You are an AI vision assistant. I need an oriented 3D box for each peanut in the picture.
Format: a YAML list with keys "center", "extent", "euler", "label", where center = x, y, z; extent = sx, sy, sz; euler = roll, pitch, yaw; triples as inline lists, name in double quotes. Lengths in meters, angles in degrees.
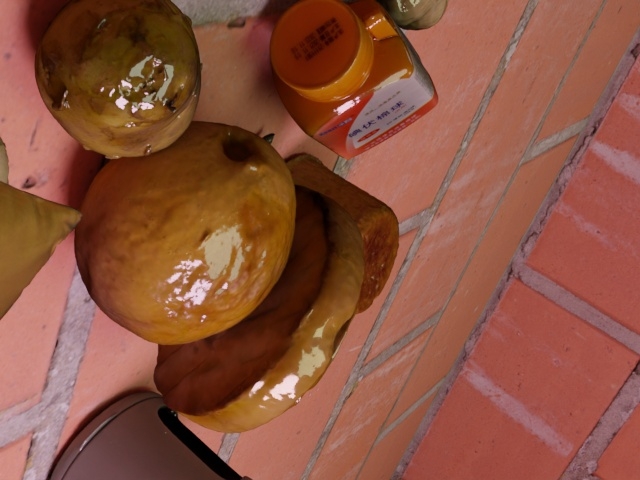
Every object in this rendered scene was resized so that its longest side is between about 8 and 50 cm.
- center: [0.091, -0.309, 1.044]
  extent: [0.228, 0.085, 0.104]
  euler: [16, 82, -65]
  label: "peanut"

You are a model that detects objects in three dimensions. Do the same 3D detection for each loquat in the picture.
- center: [-0.128, -0.006, 0.878]
  extent: [0.238, 0.193, 0.238]
  euler: [-44, 175, -5]
  label: "loquat"

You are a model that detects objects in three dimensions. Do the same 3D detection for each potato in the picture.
- center: [-0.159, -0.137, 0.727]
  extent: [0.137, 0.137, 0.176]
  euler: [-48, 177, -19]
  label: "potato"

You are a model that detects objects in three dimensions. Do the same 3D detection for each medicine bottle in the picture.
- center: [0.032, -0.187, 1.014]
  extent: [0.149, 0.112, 0.222]
  euler: [-31, 164, 14]
  label: "medicine bottle"

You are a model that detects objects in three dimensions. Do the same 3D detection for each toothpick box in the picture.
- center: [-0.186, 0.374, 1.158]
  extent: [0.229, 0.316, 0.229]
  euler: [-44, 157, -25]
  label: "toothpick box"

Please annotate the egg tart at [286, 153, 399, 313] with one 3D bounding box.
- center: [0.000, 0.000, 1.204]
  extent: [0.215, 0.170, 0.215]
  euler: [-39, 140, -45]
  label: "egg tart"

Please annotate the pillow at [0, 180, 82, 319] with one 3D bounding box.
- center: [-0.318, 0.049, 0.474]
  extent: [0.310, 0.119, 0.312]
  euler: [-56, 147, -5]
  label: "pillow"

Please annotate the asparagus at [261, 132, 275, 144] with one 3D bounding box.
- center: [-0.124, -0.035, 1.088]
  extent: [0.023, 0.022, 0.233]
  euler: [28, 99, -41]
  label: "asparagus"

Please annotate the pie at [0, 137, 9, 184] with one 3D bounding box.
- center: [-0.350, 0.006, 0.591]
  extent: [0.339, 0.077, 0.339]
  euler: [-39, 147, -32]
  label: "pie"

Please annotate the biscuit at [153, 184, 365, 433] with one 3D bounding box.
- center: [-0.066, 0.076, 1.010]
  extent: [0.102, 0.296, 0.296]
  euler: [36, 88, -32]
  label: "biscuit"
